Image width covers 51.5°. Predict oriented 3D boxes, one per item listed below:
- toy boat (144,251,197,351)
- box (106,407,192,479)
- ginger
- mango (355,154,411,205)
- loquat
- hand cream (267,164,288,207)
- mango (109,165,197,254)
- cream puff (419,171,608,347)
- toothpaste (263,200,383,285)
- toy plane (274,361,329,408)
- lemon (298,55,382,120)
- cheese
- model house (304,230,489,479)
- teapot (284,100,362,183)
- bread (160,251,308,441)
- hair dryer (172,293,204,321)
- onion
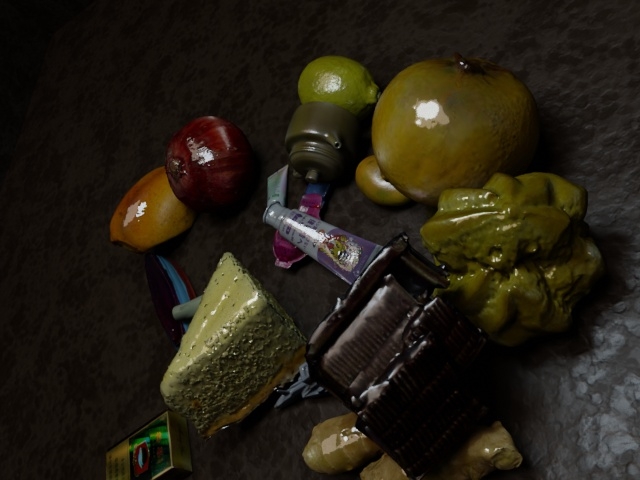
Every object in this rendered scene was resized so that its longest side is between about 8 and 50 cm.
[{"bbox_3d":[-0.422,0.159,1.869,0.136,0.079,0.392,-44,47,12],"label":"toy boat"},{"bbox_3d":[-0.427,0.543,1.634,0.240,0.071,0.159,-36,44,19],"label":"box"},{"bbox_3d":[0.159,0.393,1.189,0.348,0.122,0.363,-46,38,7],"label":"ginger"},{"bbox_3d":[0.148,-0.133,1.523,0.111,0.089,0.163,-44,52,10],"label":"mango"},{"bbox_3d":[0.256,-0.194,1.325,0.328,0.328,0.360,-126,33,-46],"label":"loquat"},{"bbox_3d":[-0.117,-0.131,1.795,0.076,0.047,0.174,-30,40,26],"label":"hand cream"},{"bbox_3d":[-0.475,-0.101,2.000,0.201,0.199,0.350,31,72,21],"label":"mango"},{"bbox_3d":[0.307,0.041,1.149,0.323,0.269,0.275,-15,60,40],"label":"cream puff"},{"bbox_3d":[0.000,0.000,1.541,0.299,0.073,0.114,29,84,24],"label":"toothpaste"},{"bbox_3d":[-0.017,0.287,1.411,0.267,0.088,0.212,-35,46,20],"label":"toy plane"},{"bbox_3d":[0.047,-0.378,1.693,0.248,0.184,0.184,25,83,38],"label":"lemon"},{"bbox_3d":[-0.045,-0.041,1.658,0.155,0.062,0.245,10,70,43],"label":"cheese"},{"bbox_3d":[0.152,0.206,1.114,0.282,0.297,0.317,40,89,18],"label":"model house"},{"bbox_3d":[-0.007,-0.218,1.646,0.267,0.185,0.176,-30,39,62],"label":"teapot"},{"bbox_3d":[-0.214,0.228,1.510,0.315,0.248,0.279,-35,40,3],"label":"bread"},{"bbox_3d":[-0.285,0.212,1.693,0.218,0.088,0.225,3,73,26],"label":"hair dryer"},{"bbox_3d":[-0.317,-0.209,1.867,0.276,0.276,0.277,-22,52,31],"label":"onion"}]
